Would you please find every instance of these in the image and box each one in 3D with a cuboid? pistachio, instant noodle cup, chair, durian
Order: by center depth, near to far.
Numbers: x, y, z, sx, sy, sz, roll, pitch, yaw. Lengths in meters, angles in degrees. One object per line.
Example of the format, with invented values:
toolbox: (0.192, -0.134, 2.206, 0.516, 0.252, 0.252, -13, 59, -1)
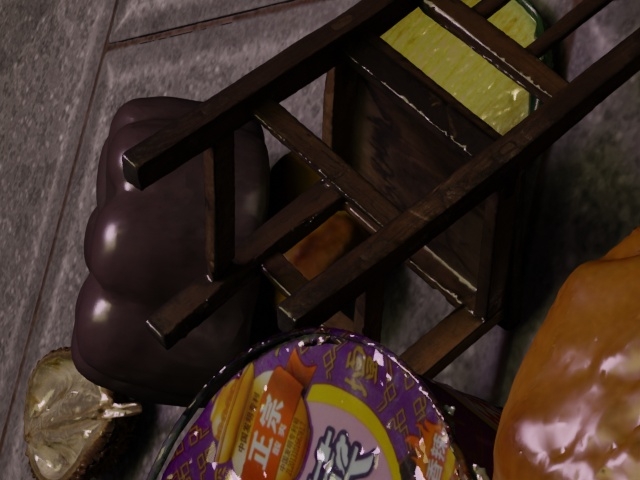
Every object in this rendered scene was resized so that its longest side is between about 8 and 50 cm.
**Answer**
instant noodle cup: (0.073, 0.239, 0.936, 0.340, 0.266, 0.340, -22, 60, 46)
chair: (0.080, -0.052, 1.132, 0.203, 0.416, 0.241, 42, 155, 27)
pistachio: (-0.001, 0.003, 1.336, 0.189, 0.100, 0.110, -97, 22, -45)
durian: (-0.234, 0.185, 1.591, 0.188, 0.091, 0.148, -18, 72, 47)

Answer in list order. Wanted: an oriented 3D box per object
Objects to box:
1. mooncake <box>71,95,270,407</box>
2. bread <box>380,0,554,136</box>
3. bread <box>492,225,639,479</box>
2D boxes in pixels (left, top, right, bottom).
mooncake: (-0.137, 0.007, 1.392, 0.306, 0.154, 0.306, -170, 90, -79)
bread: (0.099, -0.118, 1.277, 0.228, 0.033, 0.228, -19, 59, 35)
bread: (0.277, 0.125, 0.673, 0.398, 0.215, 0.398, -16, 52, 21)
